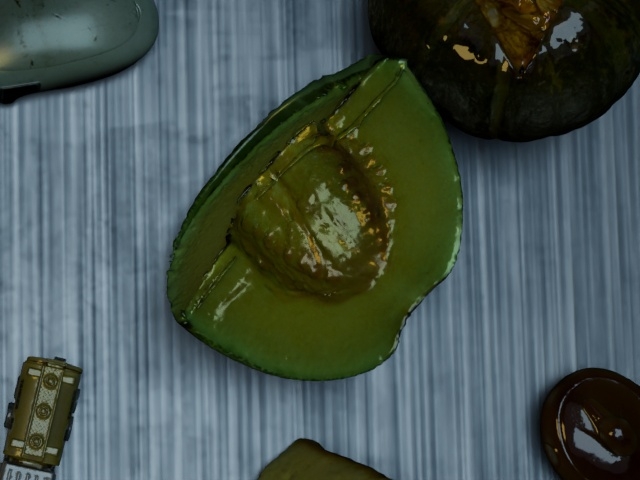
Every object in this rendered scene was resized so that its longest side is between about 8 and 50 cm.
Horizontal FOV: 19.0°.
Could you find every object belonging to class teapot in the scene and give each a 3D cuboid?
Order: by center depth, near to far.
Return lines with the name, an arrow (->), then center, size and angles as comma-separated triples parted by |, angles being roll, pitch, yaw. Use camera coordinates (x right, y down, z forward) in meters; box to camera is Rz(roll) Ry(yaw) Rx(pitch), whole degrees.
teapot -> 0.234, 0.162, 1.524 | 0.098, 0.078, 0.129 | -36, 90, -12

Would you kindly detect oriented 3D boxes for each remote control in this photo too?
remote control -> -0.252, -0.157, 1.498 | 0.256, 0.045, 0.097 | -13, 85, -9

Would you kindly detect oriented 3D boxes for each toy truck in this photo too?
toy truck -> -0.217, 0.150, 1.454 | 0.052, 0.063, 0.123 | 14, 80, -9

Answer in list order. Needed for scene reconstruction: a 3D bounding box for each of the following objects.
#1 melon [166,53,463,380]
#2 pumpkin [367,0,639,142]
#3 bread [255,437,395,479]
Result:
melon -> 0.000, 0.000, 1.491 | 0.169, 0.129, 0.265 | 44, 75, -24
pumpkin -> 0.155, -0.186, 1.513 | 0.238, 0.159, 0.238 | -4, 69, 9
bread -> 0.046, 0.379, 1.457 | 0.233, 0.245, 0.362 | -39, 121, -28
